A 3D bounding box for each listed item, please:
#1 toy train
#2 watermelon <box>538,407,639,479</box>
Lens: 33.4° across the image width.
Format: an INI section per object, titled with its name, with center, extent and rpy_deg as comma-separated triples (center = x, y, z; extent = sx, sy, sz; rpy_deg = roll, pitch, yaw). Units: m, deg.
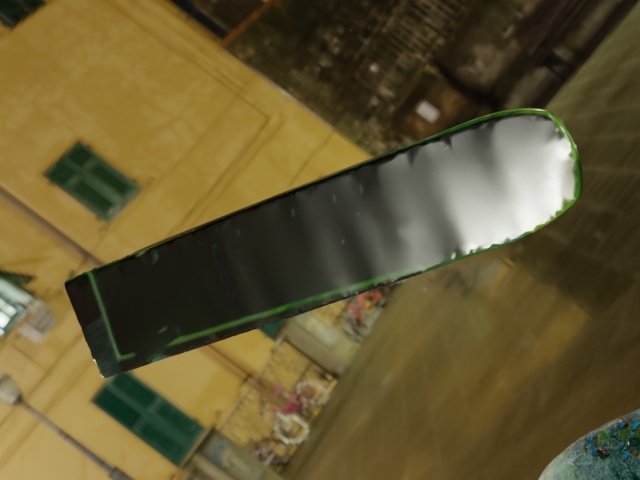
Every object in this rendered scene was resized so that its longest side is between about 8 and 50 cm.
[toy train]
center = 0.000, 0.000, 0.399
extent = 0.209, 0.044, 0.042
rpy_deg = -20, 5, 26
[watermelon]
center = 0.279, 0.199, 0.601
extent = 0.175, 0.322, 0.188
rpy_deg = -80, -15, -47
